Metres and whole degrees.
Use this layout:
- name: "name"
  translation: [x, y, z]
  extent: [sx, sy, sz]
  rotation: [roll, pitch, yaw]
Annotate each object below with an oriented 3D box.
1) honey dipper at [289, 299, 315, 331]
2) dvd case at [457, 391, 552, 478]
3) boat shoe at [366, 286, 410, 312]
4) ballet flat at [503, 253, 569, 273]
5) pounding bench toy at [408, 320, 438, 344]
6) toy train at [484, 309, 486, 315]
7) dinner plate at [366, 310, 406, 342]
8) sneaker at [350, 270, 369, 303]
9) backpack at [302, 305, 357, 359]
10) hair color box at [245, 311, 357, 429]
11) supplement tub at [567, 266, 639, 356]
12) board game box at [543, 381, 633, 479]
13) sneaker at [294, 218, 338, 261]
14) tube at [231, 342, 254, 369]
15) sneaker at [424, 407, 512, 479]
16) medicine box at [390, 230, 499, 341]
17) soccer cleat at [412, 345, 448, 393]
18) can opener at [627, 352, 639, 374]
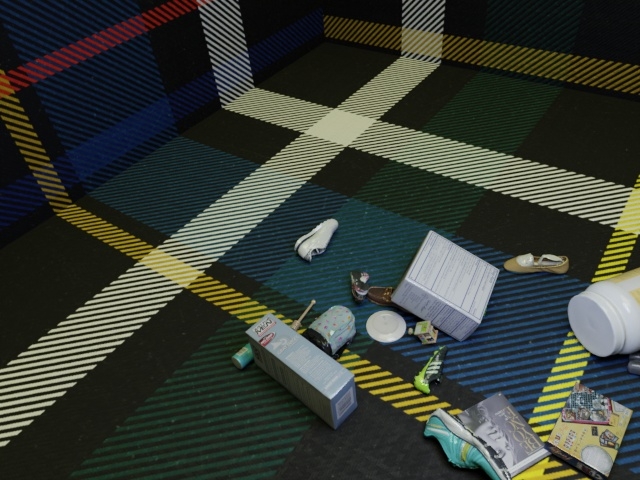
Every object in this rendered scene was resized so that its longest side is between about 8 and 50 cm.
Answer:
- name: "honey dipper"
  translation: [-0.063, 0.273, 1.893]
  extent: [0.030, 0.031, 0.161]
  rotation: [16, 44, 24]
- name: "dvd case"
  translation: [0.532, 0.564, 1.501]
  extent: [0.164, 0.018, 0.221]
  rotation: [-21, 45, -15]
- name: "boat shoe"
  translation: [0.267, 0.203, 1.894]
  extent: [0.206, 0.073, 0.073]
  rotation: [12, 48, 22]
- name: "ballet flat"
  translation: [0.819, 0.080, 1.953]
  extent: [0.232, 0.073, 0.080]
  rotation: [1, 42, 9]
- name: "pounding bench toy"
  translation: [0.351, 0.320, 1.765]
  extent: [0.083, 0.065, 0.052]
  rotation: [-18, 32, 37]
- name: "toy train"
  translation: [0.587, 0.238, 1.853]
  extent: [0.023, 0.017, 0.083]
  rotation: [5, 43, 27]
- name: "dinner plate"
  translation: [0.233, 0.301, 1.832]
  extent: [0.141, 0.017, 0.141]
  rotation: [-4, 41, 3]
- name: "sneaker"
  translation: [0.140, 0.175, 1.945]
  extent: [0.071, 0.077, 0.178]
  rotation: [14, 22, 0]
- name: "backpack"
  translation: [0.043, 0.312, 1.772]
  extent: [0.182, 0.115, 0.151]
  rotation: [-33, 46, -30]
- name: "hair color box"
  translation: [-0.062, 0.406, 1.629]
  extent: [0.374, 0.186, 0.113]
  rotation: [29, 54, 33]
- name: "supplement tub"
  translation: [1.003, 0.222, 1.649]
  extent: [0.330, 0.241, 0.241]
  rotation: [-17, 43, -10]
- name: "board game box"
  translation: [0.766, 0.539, 1.468]
  extent: [0.165, 0.042, 0.243]
  rotation: [27, 49, 29]
- name: "sneaker"
  translation: [0.000, 0.000, 2.155]
  extent: [0.094, 0.090, 0.235]
  rotation: [39, 62, 23]
- name: "tube"
  translation: [-0.218, 0.365, 1.800]
  extent: [0.080, 0.052, 0.207]
  rotation: [31, 49, 28]
- name: "sneaker"
  translation: [0.410, 0.592, 1.441]
  extent: [0.275, 0.107, 0.110]
  rotation: [34, 88, 43]
- name: "medicine box"
  translation: [0.438, 0.156, 1.801]
  extent: [0.289, 0.149, 0.264]
  rotation: [31, 51, 7]
- name: "soccer cleat"
  translation: [0.370, 0.418, 1.661]
  extent: [0.072, 0.060, 0.179]
  rotation: [33, 62, 24]
- name: "can opener"
  translation: [1.096, 0.415, 1.562]
  extent: [0.283, 0.095, 0.076]
  rotation: [6, 43, 33]
